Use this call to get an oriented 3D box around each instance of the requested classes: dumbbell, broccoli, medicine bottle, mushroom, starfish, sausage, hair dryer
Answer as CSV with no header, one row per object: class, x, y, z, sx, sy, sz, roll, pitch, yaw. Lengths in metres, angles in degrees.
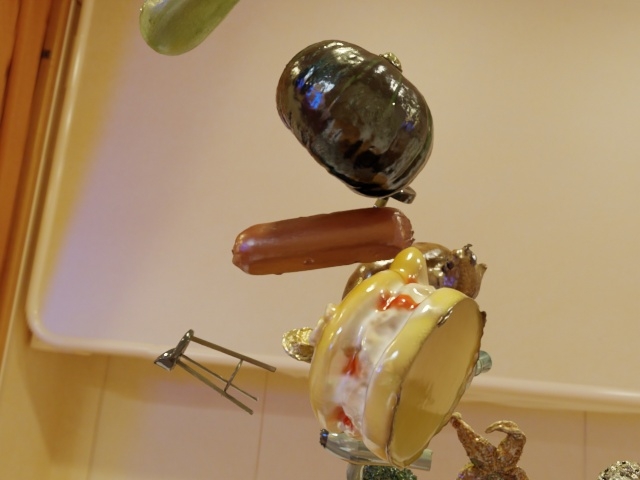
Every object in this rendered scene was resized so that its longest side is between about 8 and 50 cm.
dumbbell,0.152,-0.083,1.777,0.143,0.325,0.143,25,19,-9
broccoli,0.154,0.655,1.756,0.194,0.220,0.194,12,-12,3
medicine bottle,0.229,0.223,1.151,0.053,0.090,0.208,21,14,38
mushroom,0.206,0.148,1.504,0.345,0.345,0.259,16,-4,-38
starfish,0.267,0.356,1.063,0.150,0.210,0.053,-37,6,0
sausage,0.000,0.001,1.253,0.348,0.097,0.094,-8,-25,6
hair dryer,0.123,0.457,1.358,0.219,0.225,0.088,-6,27,20

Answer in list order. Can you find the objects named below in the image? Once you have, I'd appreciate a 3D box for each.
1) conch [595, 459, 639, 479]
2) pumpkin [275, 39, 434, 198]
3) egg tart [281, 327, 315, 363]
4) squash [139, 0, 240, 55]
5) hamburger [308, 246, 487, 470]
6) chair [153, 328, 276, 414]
conch,0.552,0.444,1.128,0.245,0.163,0.178,-26,10,-12
pumpkin,0.070,-0.235,1.229,0.315,0.238,0.315,38,10,-8
egg tart,-0.038,0.263,1.741,0.129,0.129,0.049,8,-57,-13
squash,-0.159,-0.438,1.078,0.370,0.118,0.118,-37,-34,26
hamburger,0.106,0.152,0.970,0.186,0.303,0.261,26,-17,31
chair,-0.205,0.244,1.308,0.221,0.095,0.104,25,-3,-1
